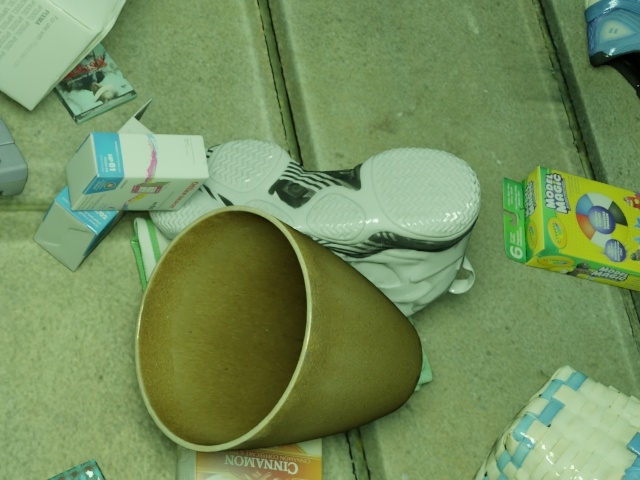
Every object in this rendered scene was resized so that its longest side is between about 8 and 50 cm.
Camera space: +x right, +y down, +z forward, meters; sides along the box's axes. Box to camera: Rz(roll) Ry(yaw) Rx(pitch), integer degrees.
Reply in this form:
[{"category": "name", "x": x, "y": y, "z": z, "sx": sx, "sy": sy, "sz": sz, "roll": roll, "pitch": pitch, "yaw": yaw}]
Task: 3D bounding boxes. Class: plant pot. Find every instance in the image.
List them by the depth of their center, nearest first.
[{"category": "plant pot", "x": -0.017, "y": 0.105, "z": 1.321, "sx": 0.254, "sy": 0.237, "sz": 0.237, "roll": 16, "pitch": 55, "yaw": -47}]

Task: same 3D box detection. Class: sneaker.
[{"category": "sneaker", "x": 0.000, "y": 0.000, "z": 1.446, "sx": 0.366, "sy": 0.210, "sz": 0.137, "roll": 0, "pitch": 56, "yaw": 12}, {"category": "sneaker", "x": 0.524, "y": -0.252, "z": 1.891, "sx": 0.330, "sy": 0.130, "sz": 0.147, "roll": 15, "pitch": 74, "yaw": -15}]

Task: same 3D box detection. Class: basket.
[{"category": "basket", "x": 0.322, "y": 0.290, "z": 1.415, "sx": 0.289, "sy": 0.254, "sz": 0.201, "roll": 42, "pitch": 52, "yaw": 13}]

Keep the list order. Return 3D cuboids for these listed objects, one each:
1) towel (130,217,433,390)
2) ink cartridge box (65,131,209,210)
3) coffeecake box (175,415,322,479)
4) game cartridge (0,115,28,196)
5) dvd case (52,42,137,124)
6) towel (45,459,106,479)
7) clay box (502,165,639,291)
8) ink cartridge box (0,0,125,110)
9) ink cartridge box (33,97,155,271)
[{"category": "towel", "x": -0.043, "y": 0.072, "z": 1.482, "sx": 0.325, "sy": 0.038, "sz": 0.247, "roll": -4, "pitch": 66, "yaw": -28}, {"category": "ink cartridge box", "x": -0.187, "y": -0.069, "z": 1.323, "sx": 0.123, "sy": 0.088, "sz": 0.052, "roll": -2, "pitch": 70, "yaw": -30}, {"category": "coffeecake box", "x": -0.074, "y": 0.283, "z": 1.338, "sx": 0.142, "sy": 0.068, "sz": 0.185, "roll": 11, "pitch": 61, "yaw": -22}, {"category": "game cartridge", "x": -0.505, "y": -0.110, "z": 1.306, "sx": 0.355, "sy": 0.068, "sz": 0.230, "roll": -15, "pitch": 61, "yaw": -31}, {"category": "dvd case", "x": -0.283, "y": -0.200, "z": 1.519, "sx": 0.087, "sy": 0.013, "sz": 0.119, "roll": -30, "pitch": 81, "yaw": -34}, {"category": "towel", "x": -0.245, "y": 0.416, "z": 1.205, "sx": 0.271, "sy": 0.040, "sz": 0.370, "roll": -20, "pitch": 75, "yaw": -33}, {"category": "clay box", "x": 0.347, "y": -0.017, "z": 1.707, "sx": 0.222, "sy": 0.053, "sz": 0.127, "roll": 13, "pitch": 60, "yaw": -21}, {"category": "ink cartridge box", "x": -0.387, "y": -0.365, "z": 1.395, "sx": 0.385, "sy": 0.160, "sz": 0.279, "roll": 35, "pitch": 42, "yaw": -19}, {"category": "ink cartridge box", "x": -0.227, "y": -0.063, "z": 1.419, "sx": 0.062, "sy": 0.104, "sz": 0.181, "roll": 39, "pitch": 55, "yaw": -4}]
